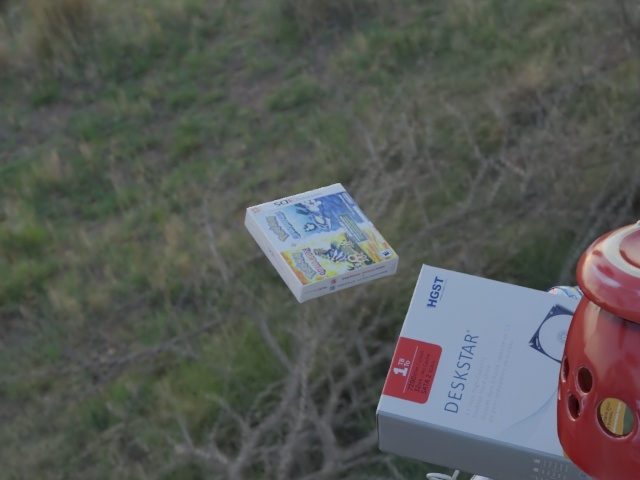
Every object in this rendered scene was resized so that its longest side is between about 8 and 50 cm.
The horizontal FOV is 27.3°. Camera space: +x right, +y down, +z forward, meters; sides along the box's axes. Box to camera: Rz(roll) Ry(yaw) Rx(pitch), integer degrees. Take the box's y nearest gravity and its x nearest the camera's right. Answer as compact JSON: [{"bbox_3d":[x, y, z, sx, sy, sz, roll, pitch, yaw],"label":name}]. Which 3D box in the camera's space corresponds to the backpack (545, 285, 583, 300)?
[{"bbox_3d":[0.366,0.148,2.024,0.117,0.173,0.158,15,31,-25],"label":"backpack"}]

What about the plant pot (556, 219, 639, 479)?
[{"bbox_3d":[0.281,0.085,1.038,0.191,0.174,0.191,-5,23,2],"label":"plant pot"}]

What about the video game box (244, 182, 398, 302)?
[{"bbox_3d":[0.000,0.000,2.216,0.187,0.048,0.205,-18,49,-24],"label":"video game box"}]

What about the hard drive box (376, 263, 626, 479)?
[{"bbox_3d":[0.191,0.143,1.325,0.232,0.089,0.181,12,59,12],"label":"hard drive box"}]

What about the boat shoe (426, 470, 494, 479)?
[{"bbox_3d":[0.214,0.406,1.939,0.367,0.135,0.156,-63,31,10],"label":"boat shoe"}]
